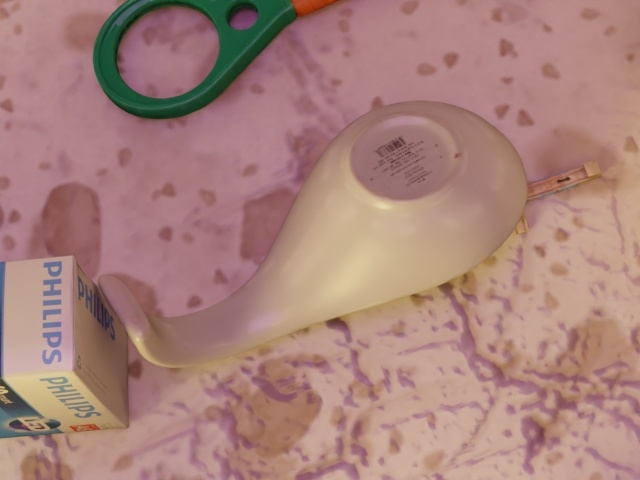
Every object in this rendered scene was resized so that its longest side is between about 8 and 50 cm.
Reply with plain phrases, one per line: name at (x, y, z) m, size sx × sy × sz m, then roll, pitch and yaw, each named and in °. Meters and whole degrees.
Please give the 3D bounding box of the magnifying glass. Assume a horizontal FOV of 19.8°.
magnifying glass at (-0.043, -0.152, 1.228) m, size 0.231 × 0.026 × 0.092 m, roll -24°, pitch 68°, yaw 2°

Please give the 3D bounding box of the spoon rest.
spoon rest at (0.000, 0.000, 1.140) m, size 0.276 × 0.084 × 0.137 m, roll -26°, pitch 55°, yaw -14°

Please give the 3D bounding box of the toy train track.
toy train track at (0.137, -0.034, 1.160) m, size 0.083 × 0.014 × 0.048 m, roll -19°, pitch 69°, yaw 1°

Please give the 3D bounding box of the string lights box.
string lights box at (-0.258, 0.074, 1.118) m, size 0.260 × 0.133 × 0.076 m, roll -5°, pitch 69°, yaw 7°
